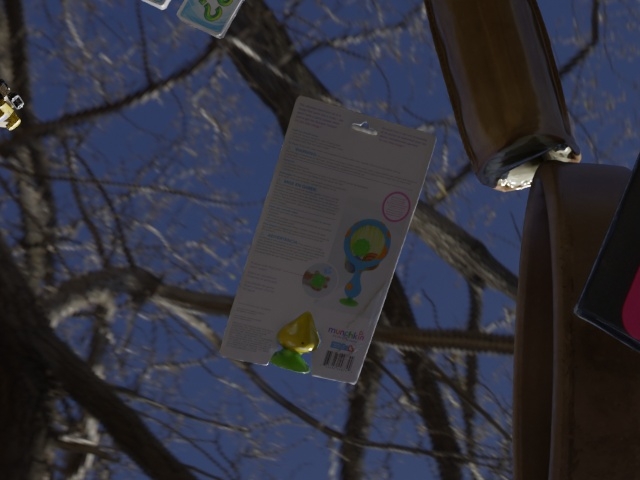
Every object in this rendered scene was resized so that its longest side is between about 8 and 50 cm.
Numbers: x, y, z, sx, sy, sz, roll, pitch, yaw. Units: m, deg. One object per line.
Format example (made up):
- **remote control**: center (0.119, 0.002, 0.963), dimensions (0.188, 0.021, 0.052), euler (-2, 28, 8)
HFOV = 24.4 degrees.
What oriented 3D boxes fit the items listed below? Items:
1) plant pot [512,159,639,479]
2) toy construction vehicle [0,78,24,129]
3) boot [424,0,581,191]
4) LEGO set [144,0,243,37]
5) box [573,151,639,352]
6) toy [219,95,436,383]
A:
- **plant pot**: center (0.237, 0.084, 0.875), dimensions (0.229, 0.263, 0.263), euler (1, -104, 4)
- **toy construction vehicle**: center (-0.325, -0.149, 1.416), dimensions (0.086, 0.098, 0.035), euler (45, -99, 7)
- **boot**: center (0.086, -0.180, 0.898), dimensions (0.089, 0.236, 0.269), euler (-17, -102, 19)
- **LEGO set**: center (-0.116, -0.340, 1.435), dimensions (0.182, 0.060, 0.244), euler (27, -103, 10)
- **box**: center (0.250, -0.013, 0.543), dimensions (0.143, 0.270, 0.165), euler (35, -68, 42)
- **toy**: center (0.000, 0.000, 1.317), dimensions (0.137, 0.056, 0.237), euler (14, -85, -23)
